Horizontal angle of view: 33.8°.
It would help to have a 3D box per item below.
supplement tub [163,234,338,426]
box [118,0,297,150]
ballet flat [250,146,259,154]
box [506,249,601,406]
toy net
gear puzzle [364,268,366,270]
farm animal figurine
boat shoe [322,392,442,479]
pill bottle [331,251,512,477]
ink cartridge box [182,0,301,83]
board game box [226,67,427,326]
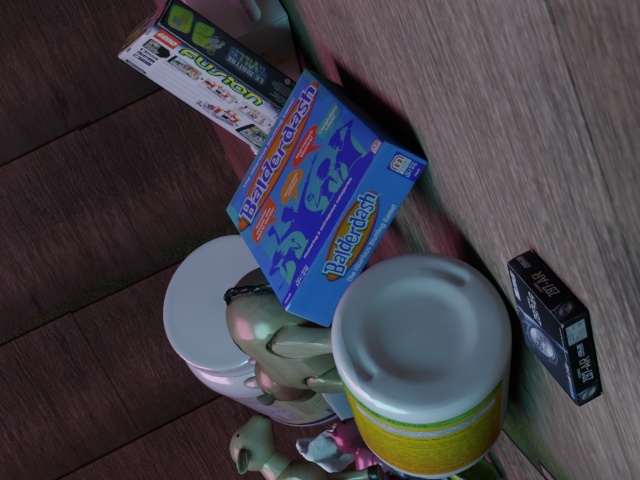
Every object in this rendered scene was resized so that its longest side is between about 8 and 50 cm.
[{"bbox_3d":[-0.071,0.139,1.591,0.235,0.235,0.325,60,-172,30],"label":"supplement tub"},{"bbox_3d":[-0.094,-0.159,1.079,0.207,0.036,0.114,33,156,-23],"label":"box"},{"bbox_3d":[-0.045,-0.116,1.323,0.231,0.077,0.077,61,175,26],"label":"ballet flat"},{"bbox_3d":[0.149,0.056,0.669,0.067,0.018,0.083,56,171,47],"label":"box"},{"bbox_3d":[0.090,0.244,1.221,0.122,0.232,0.045,-78,4,-68],"label":"toy net"},{"bbox_3d":[0.000,0.000,1.609,0.175,0.044,0.339,63,174,0],"label":"gear puzzle"},{"bbox_3d":[-0.016,0.143,1.079,0.330,0.172,0.326,-76,-25,-46],"label":"farm animal figurine"},{"bbox_3d":[0.067,0.190,1.465,0.367,0.136,0.156,57,173,-34],"label":"boat shoe"},{"bbox_3d":[0.090,0.121,0.890,0.136,0.136,0.245,60,174,28],"label":"pill bottle"},{"bbox_3d":[-0.086,-0.224,1.141,0.092,0.090,0.143,60,174,26],"label":"ink cartridge box"},{"bbox_3d":[-0.004,-0.045,0.915,0.047,0.160,0.210,23,-166,-27],"label":"board game box"}]
